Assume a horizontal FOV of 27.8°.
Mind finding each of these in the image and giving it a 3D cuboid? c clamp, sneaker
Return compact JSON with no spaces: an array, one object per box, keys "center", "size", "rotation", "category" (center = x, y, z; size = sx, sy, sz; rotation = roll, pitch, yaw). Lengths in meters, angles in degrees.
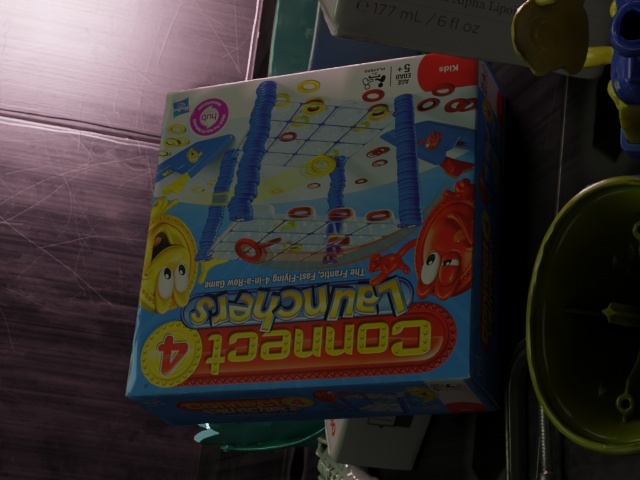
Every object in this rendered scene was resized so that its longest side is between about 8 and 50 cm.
[{"center":[0.159,0.136,0.938],"size":[0.137,0.022,0.160],"rotation":[107,166,-58],"category":"c clamp"},{"center":[0.028,0.261,1.395],"size":[0.152,0.061,0.053],"rotation":[-111,34,-67],"category":"sneaker"}]

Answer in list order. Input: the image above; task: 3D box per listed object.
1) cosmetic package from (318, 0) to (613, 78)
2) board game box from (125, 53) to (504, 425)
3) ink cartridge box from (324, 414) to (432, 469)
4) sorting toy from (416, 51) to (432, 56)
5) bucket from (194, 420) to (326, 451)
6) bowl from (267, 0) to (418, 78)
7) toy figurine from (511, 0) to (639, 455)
[{"center":[0.139,-0.331,0.930],"size":[0.156,0.217,0.385],"rotation":[-105,24,-66],"category":"cosmetic package"},{"center":[0.000,0.000,1.129],"size":[0.086,0.308,0.302],"rotation":[49,-140,-57],"category":"board game box"},{"center":[0.068,0.096,1.254],"size":[0.153,0.087,0.208],"rotation":[-98,21,-57],"category":"ink cartridge box"},{"center":[0.131,-0.184,1.296],"size":[0.042,0.061,0.102],"rotation":[-39,-19,-51],"category":"sorting toy"},{"center":[-0.039,0.118,1.537],"size":[0.281,0.183,0.281],"rotation":[-171,90,-79],"category":"bucket"},{"center":[0.045,-0.222,1.429],"size":[0.311,0.163,0.311],"rotation":[-173,90,-80],"category":"bowl"},{"center":[0.212,-0.076,0.671],"size":[0.217,0.191,0.362],"rotation":[15,-104,-71],"category":"toy figurine"}]
